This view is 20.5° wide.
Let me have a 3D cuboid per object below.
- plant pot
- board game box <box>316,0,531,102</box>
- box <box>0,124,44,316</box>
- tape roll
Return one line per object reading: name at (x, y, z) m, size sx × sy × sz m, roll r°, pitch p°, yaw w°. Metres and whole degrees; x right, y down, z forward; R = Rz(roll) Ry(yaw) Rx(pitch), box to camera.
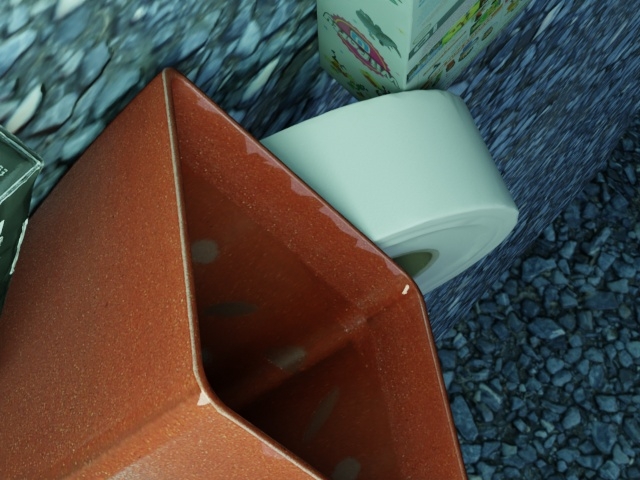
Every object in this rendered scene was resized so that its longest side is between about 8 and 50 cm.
plant pot at (-0.085, 0.112, 1.062) m, size 0.235 × 0.267 × 0.267 m, roll -34°, pitch -140°, yaw 20°
board game box at (0.100, -0.220, 1.234) m, size 0.224 × 0.097 × 0.303 m, roll -46°, pitch 168°, yaw -10°
box at (-0.274, 0.106, 0.822) m, size 0.322 × 0.079 × 0.257 m, roll -48°, pitch 169°, yaw -37°
tape roll at (0.000, 0.000, 1.316) m, size 0.286 × 0.100 × 0.286 m, roll -24°, pitch 168°, yaw -6°
